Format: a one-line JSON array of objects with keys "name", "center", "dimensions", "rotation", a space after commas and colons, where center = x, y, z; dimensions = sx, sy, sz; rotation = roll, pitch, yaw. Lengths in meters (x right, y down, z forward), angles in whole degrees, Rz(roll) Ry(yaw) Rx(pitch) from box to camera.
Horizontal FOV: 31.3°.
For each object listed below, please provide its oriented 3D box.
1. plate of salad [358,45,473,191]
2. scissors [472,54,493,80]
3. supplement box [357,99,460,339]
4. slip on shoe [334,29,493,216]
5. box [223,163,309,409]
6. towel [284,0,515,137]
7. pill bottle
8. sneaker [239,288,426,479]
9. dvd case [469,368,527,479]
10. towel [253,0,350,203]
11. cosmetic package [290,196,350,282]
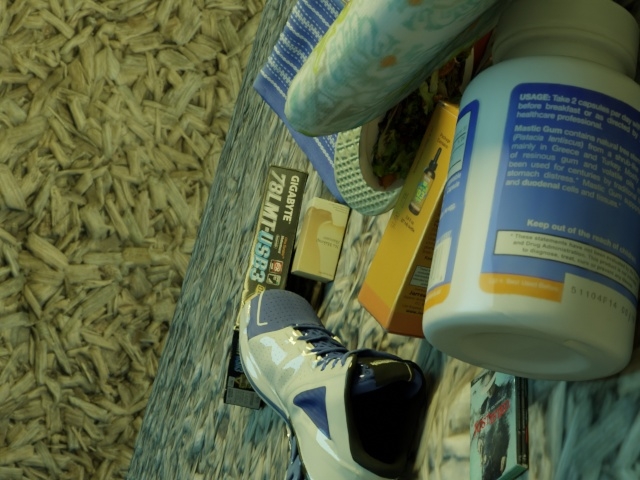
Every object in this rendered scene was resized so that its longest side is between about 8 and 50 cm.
[{"name": "plate of salad", "center": [0.109, -0.138, 1.191], "dimensions": [0.200, 0.048, 0.200], "rotation": [-37, -36, -34]}, {"name": "scissors", "center": [0.149, -0.102, 1.312], "dimensions": [0.297, 0.021, 0.109], "rotation": [124, 156, -54]}, {"name": "supplement box", "center": [0.121, -0.019, 1.168], "dimensions": [0.078, 0.080, 0.233], "rotation": [48, 123, 56]}, {"name": "slip on shoe", "center": [0.115, -0.168, 1.334], "dimensions": [0.101, 0.123, 0.331], "rotation": [-17, -41, -50]}, {"name": "box", "center": [-0.090, 0.079, 1.810], "dimensions": [0.293, 0.073, 0.296], "rotation": [108, 173, -59]}, {"name": "towel", "center": [0.159, -0.247, 0.931], "dimensions": [0.374, 0.090, 0.320], "rotation": [-40, -4, -30]}, {"name": "pill bottle", "center": [0.172, -0.043, 0.863], "dimensions": [0.152, 0.152, 0.272], "rotation": [140, 144, -66]}, {"name": "sneaker", "center": [0.027, 0.157, 1.237], "dimensions": [0.182, 0.127, 0.315], "rotation": [-54, 40, 33]}, {"name": "dvd case", "center": [0.153, 0.157, 0.990], "dimensions": [0.087, 0.013, 0.119], "rotation": [124, 159, -51]}, {"name": "towel", "center": [0.015, -0.197, 1.560], "dimensions": [0.040, 0.243, 0.336], "rotation": [-31, -7, -23]}, {"name": "cosmetic package", "center": [0.000, 0.000, 1.684], "dimensions": [0.041, 0.060, 0.115], "rotation": [149, 134, -72]}]
